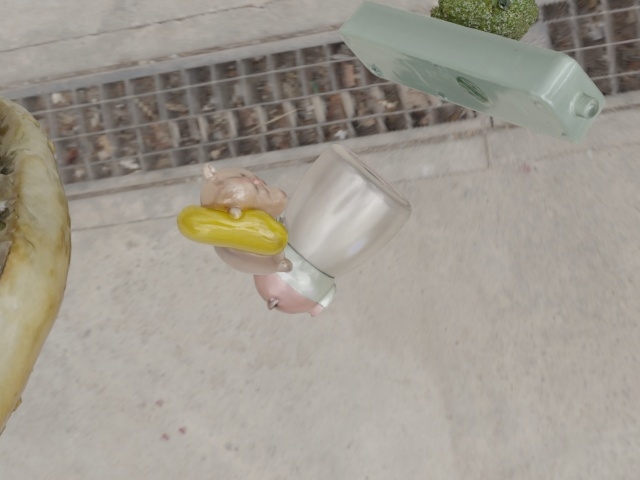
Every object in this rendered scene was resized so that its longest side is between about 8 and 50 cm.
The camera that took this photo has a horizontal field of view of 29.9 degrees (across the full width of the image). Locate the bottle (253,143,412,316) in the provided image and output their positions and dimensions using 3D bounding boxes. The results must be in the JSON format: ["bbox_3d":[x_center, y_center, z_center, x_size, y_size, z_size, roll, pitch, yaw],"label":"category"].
[{"bbox_3d":[0.000,0.000,1.633,0.147,0.147,0.236,40,98,1],"label":"bottle"}]

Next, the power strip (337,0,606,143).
[{"bbox_3d":[0.160,-0.187,1.298,0.062,0.385,0.091,-53,129,-6],"label":"power strip"}]

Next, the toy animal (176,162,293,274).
[{"bbox_3d":[-0.057,-0.022,1.024,0.091,0.114,0.082,-2,62,36],"label":"toy animal"}]

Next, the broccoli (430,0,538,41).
[{"bbox_3d":[0.194,-0.276,1.415,0.130,0.131,0.120,6,95,43],"label":"broccoli"}]

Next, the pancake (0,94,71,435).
[{"bbox_3d":[-0.290,0.065,0.734,0.387,0.387,0.082,-40,131,12],"label":"pancake"}]
